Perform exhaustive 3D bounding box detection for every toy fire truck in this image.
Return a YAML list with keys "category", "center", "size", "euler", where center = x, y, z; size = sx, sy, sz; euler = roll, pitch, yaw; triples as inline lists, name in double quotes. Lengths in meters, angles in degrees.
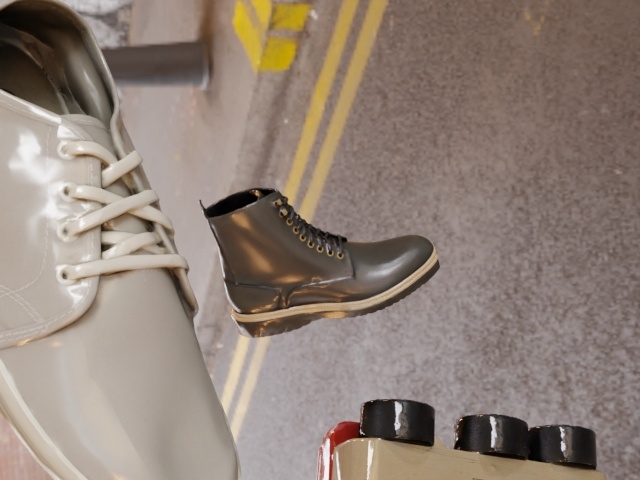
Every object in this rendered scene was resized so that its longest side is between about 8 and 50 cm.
- category: "toy fire truck"
  center: [0.089, 0.206, 0.726]
  size: [0.246, 0.217, 0.158]
  euler: [132, 145, -61]

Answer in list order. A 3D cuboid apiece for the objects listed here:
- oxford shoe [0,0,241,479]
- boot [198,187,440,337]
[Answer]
- category: "oxford shoe"
  center: [-0.172, 0.000, 0.625]
  size: [0.130, 0.169, 0.449]
  euler: [-37, 69, 32]
- category: "boot"
  center: [0.000, 0.000, 0.765]
  size: [0.077, 0.198, 0.137]
  euler: [-116, 8, -62]
